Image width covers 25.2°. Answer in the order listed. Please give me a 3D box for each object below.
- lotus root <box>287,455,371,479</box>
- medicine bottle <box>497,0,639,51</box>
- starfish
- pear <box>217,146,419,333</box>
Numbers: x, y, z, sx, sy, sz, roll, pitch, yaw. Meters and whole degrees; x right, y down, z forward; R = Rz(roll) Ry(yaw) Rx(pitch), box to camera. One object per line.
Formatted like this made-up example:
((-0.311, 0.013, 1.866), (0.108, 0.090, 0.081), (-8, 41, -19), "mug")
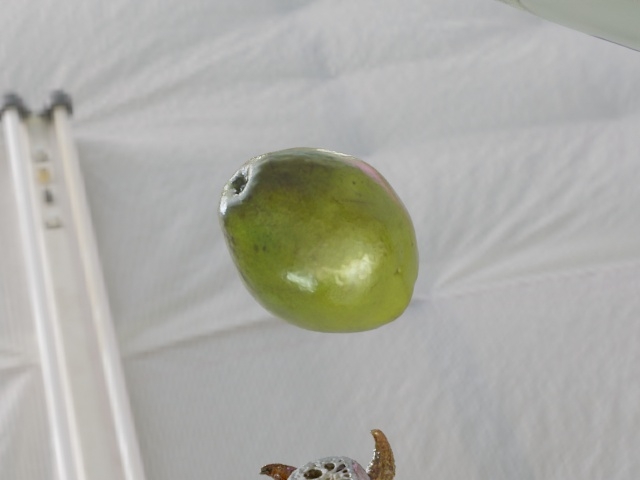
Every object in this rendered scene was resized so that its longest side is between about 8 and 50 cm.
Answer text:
((0.007, 0.284, 1.470), (0.112, 0.081, 0.122), (-17, -157, -3), "lotus root")
((0.180, -0.172, 0.797), (0.341, 0.130, 0.130), (26, -135, 31), "medicine bottle")
((0.024, 0.320, 1.581), (0.227, 0.043, 0.240), (25, -106, -17), "starfish")
((0.000, 0.000, 1.685), (0.269, 0.212, 0.212), (35, -146, -23), "pear")
